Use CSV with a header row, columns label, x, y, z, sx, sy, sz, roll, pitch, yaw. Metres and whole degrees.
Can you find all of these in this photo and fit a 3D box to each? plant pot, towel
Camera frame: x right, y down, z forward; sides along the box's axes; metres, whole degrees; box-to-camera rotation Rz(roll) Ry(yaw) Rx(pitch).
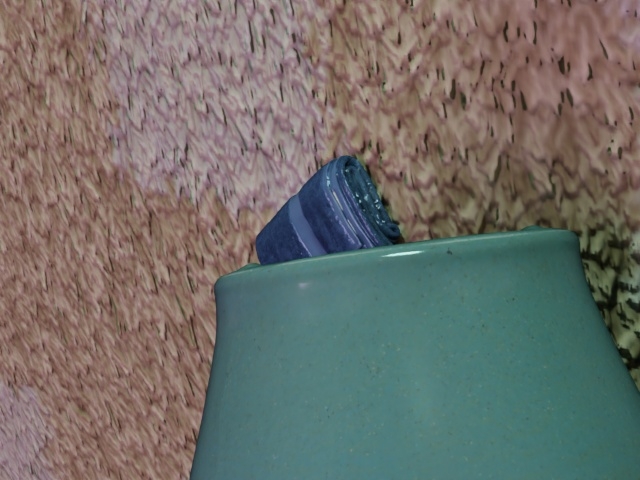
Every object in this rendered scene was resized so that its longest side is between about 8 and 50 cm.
label,x,y,z,sx,sy,sz,roll,pitch,yaw
plant pot,0.050,0.129,0.735,0.271,0.271,0.255,-13,85,55
towel,0.000,0.000,0.913,0.067,0.029,0.119,61,145,10
